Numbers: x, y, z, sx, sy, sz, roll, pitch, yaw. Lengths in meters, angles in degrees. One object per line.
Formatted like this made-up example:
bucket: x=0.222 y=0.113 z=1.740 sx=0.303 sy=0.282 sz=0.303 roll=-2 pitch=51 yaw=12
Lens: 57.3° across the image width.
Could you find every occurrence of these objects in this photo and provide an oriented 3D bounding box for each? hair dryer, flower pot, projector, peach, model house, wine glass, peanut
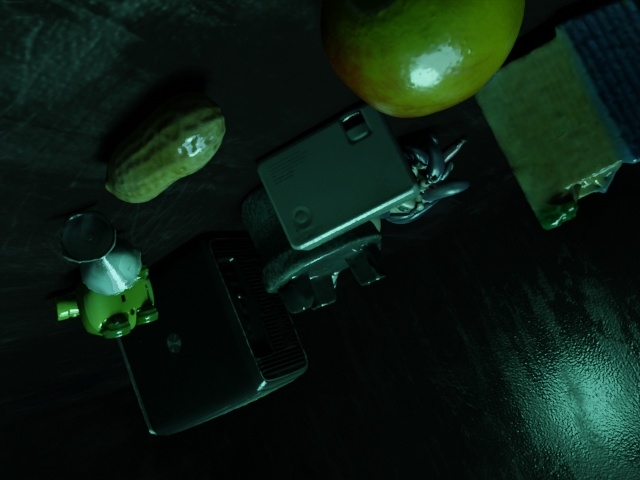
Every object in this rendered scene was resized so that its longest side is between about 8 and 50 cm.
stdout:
hair dryer: x=0.346 y=-0.226 z=1.583 sx=0.106 sy=0.054 sz=0.154 roll=-21 pitch=164 yaw=-36
flower pot: x=0.000 y=0.000 z=1.302 sx=0.299 sy=0.282 sz=0.299 roll=-23 pitch=167 yaw=-6
projector: x=0.034 y=-0.117 z=1.096 sx=0.257 sy=0.192 sz=0.099 roll=-27 pitch=172 yaw=13
peach: x=0.112 y=-0.250 z=0.652 sx=0.231 sy=0.231 sz=0.231 roll=-24 pitch=168 yaw=-5
model house: x=0.557 y=-0.260 z=1.210 sx=0.343 sy=0.334 sz=0.382 roll=-29 pitch=177 yaw=26
wine glass: x=-0.395 y=0.022 z=1.043 sx=0.122 sy=0.122 sz=0.183 roll=-22 pitch=165 yaw=-11
projector: x=-0.284 y=0.238 z=1.486 sx=0.405 sy=0.395 sz=0.242 roll=-31 pitch=164 yaw=27
peanut: x=-0.216 y=-0.121 z=0.811 sx=0.226 sy=0.095 sz=0.108 roll=-30 pitch=169 yaw=29

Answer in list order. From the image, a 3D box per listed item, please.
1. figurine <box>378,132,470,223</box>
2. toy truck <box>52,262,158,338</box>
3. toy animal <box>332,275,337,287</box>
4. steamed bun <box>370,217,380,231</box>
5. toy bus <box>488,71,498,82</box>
figurine: x=0.220 y=-0.142 z=1.408 sx=0.197 sy=0.175 sz=0.265 roll=-21 pitch=176 yaw=-38
toy truck: x=-0.474 y=0.133 z=1.315 sx=0.211 sy=0.148 sz=0.187 roll=-8 pitch=-175 yaw=42
toy animal: x=-0.099 y=0.126 z=1.872 sx=0.247 sy=0.182 sz=0.310 roll=-32 pitch=166 yaw=30
steamed bun: x=0.047 y=-0.009 z=1.539 sx=0.232 sy=0.145 sz=0.232 roll=-9 pitch=-177 yaw=0
toy bus: x=0.231 y=-0.291 z=1.031 sx=0.166 sy=0.065 sz=0.047 roll=-17 pitch=165 yaw=-25
